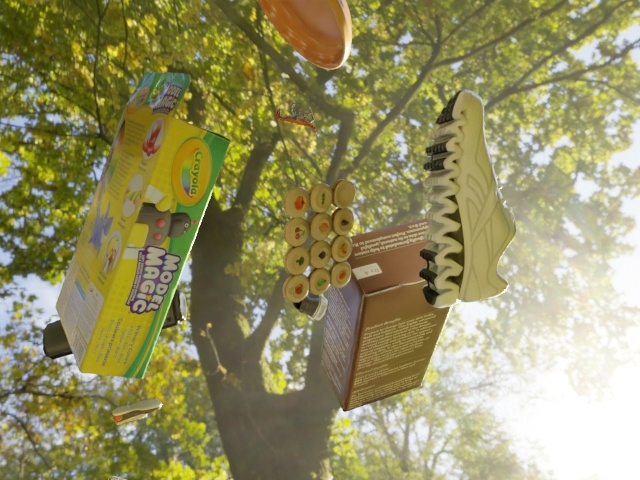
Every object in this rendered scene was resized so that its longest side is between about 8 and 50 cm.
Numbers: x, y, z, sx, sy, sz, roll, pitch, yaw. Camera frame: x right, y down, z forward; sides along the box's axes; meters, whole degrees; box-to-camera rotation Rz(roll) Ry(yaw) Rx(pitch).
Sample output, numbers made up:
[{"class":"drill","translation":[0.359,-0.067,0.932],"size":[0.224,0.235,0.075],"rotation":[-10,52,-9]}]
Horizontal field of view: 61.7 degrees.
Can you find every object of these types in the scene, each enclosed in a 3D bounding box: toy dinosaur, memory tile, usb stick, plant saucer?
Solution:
[{"class":"toy dinosaur","translation":[-0.057,-0.273,1.188],"size":[0.082,0.090,0.047],"rotation":[-14,-30,7]},{"class":"memory tile","translation":[0.000,0.000,0.675],"size":[0.113,0.012,0.148],"rotation":[-13,-69,-39]},{"class":"usb stick","translation":[-0.385,0.155,0.999],"size":[0.278,0.077,0.045],"rotation":[-15,-32,6]},{"class":"plant saucer","translation":[-0.025,-0.329,0.736],"size":[0.037,0.200,0.200],"rotation":[-43,-43,-11]}]

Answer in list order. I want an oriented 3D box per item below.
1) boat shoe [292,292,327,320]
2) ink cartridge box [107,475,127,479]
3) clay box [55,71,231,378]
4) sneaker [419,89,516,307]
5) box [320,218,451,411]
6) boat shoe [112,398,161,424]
[{"class":"boat shoe","translation":[-0.042,0.160,1.426],"size":[0.076,0.228,0.080],"rotation":[25,-89,-11]},{"class":"ink cartridge box","translation":[-0.236,0.483,0.814],"size":[0.223,0.129,0.307],"rotation":[21,-37,-2]},{"class":"clay box","translation":[-0.143,-0.021,0.428],"size":[0.053,0.127,0.222],"rotation":[19,-85,-37]},{"class":"sneaker","translation":[0.203,-0.053,0.729],"size":[0.118,0.110,0.292],"rotation":[0,-79,-2]},{"class":"box","translation":[0.117,0.153,1.015],"size":[0.191,0.143,0.381],"rotation":[-13,-41,-18]},{"class":"boat shoe","translation":[-0.528,0.497,1.551],"size":[0.137,0.049,0.043],"rotation":[-11,-73,-15]}]
